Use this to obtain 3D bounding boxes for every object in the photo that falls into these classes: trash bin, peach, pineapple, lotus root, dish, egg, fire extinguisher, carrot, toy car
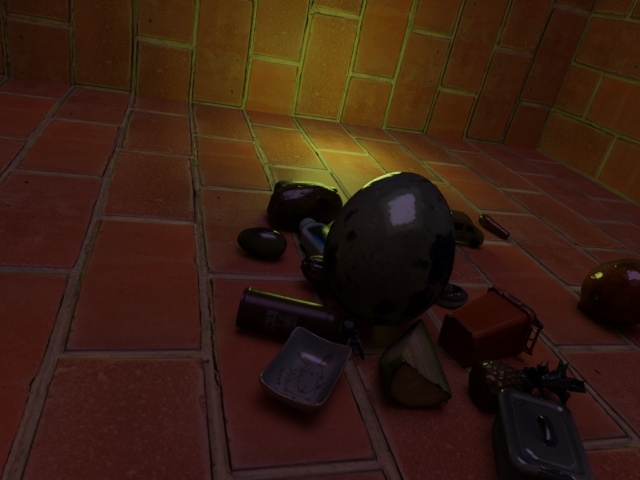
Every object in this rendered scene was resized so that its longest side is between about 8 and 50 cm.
[{"bbox_3d":[0.462,0.250,1.363,0.239,0.161,0.184,-14,36,-30],"label":"trash bin"},{"bbox_3d":[0.993,0.179,1.661,0.232,0.257,0.232,51,17,-22],"label":"peach"},{"bbox_3d":[0.505,0.355,1.220,0.278,0.130,0.119,2,-1,-15],"label":"pineapple"},{"bbox_3d":[-0.052,-0.138,1.853,0.291,0.193,0.193,-1,30,-25],"label":"lotus root"},{"bbox_3d":[-0.034,0.301,1.117,0.151,0.077,0.212,19,30,15],"label":"dish"},{"bbox_3d":[0.057,0.110,1.513,0.259,0.097,0.110,13,33,-16],"label":"lotus root"},{"bbox_3d":[0.190,0.019,1.342,0.345,0.427,0.345,21,-17,7],"label":"egg"},{"bbox_3d":[-0.046,0.222,1.257,0.337,0.106,0.147,13,58,1],"label":"fire extinguisher"},{"bbox_3d":[0.769,-0.060,2.201,0.055,0.055,0.161,-7,40,-33],"label":"carrot"},{"bbox_3d":[0.544,-0.059,2.012,0.257,0.124,0.101,10,28,-2],"label":"toy car"}]

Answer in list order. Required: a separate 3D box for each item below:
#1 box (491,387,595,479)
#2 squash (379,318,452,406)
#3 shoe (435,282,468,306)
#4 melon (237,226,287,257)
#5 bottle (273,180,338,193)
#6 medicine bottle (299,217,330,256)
[{"bbox_3d":[0.446,0.426,1.029,0.162,0.130,0.227,16,28,4],"label":"box"},{"bbox_3d":[0.197,0.272,1.229,0.203,0.111,0.288,39,20,-26],"label":"squash"},{"bbox_3d":[0.367,0.126,1.583,0.228,0.125,0.099,15,24,7],"label":"shoe"},{"bbox_3d":[-0.189,0.005,1.604,0.162,0.099,0.099,12,27,2],"label":"melon"},{"bbox_3d":[-0.054,-0.184,2.008,0.260,0.112,0.112,-2,30,-26],"label":"bottle"},{"bbox_3d":[0.000,0.000,1.708,0.121,0.083,0.229,-6,33,-28],"label":"medicine bottle"}]
